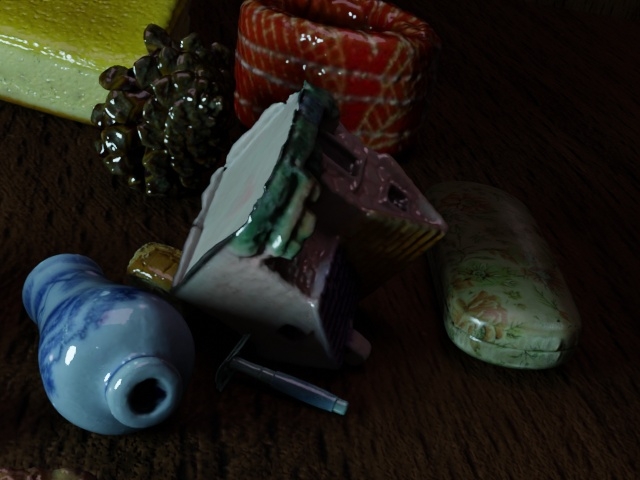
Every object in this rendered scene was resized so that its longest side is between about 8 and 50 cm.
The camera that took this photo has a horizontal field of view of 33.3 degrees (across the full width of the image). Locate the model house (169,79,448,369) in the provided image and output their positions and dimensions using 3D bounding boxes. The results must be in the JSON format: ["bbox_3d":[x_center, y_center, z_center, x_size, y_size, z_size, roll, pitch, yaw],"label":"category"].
[{"bbox_3d":[0.000,0.000,1.177,0.237,0.202,0.237,36,37,-18],"label":"model house"}]

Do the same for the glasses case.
[{"bbox_3d":[0.221,0.031,1.377,0.156,0.098,0.425,7,25,-4],"label":"glasses case"}]

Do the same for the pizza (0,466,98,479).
[{"bbox_3d":[-0.246,0.249,0.718,0.161,0.085,0.305,41,33,9],"label":"pizza"}]

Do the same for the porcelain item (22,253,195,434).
[{"bbox_3d":[-0.208,0.094,1.023,0.141,0.141,0.259,-3,19,-29],"label":"porcelain item"}]

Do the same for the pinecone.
[{"bbox_3d":[-0.218,-0.172,1.487,0.202,0.229,0.201,21,-18,-20],"label":"pinecone"}]

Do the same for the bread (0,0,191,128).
[{"bbox_3d":[-0.393,-0.342,1.761,0.333,0.143,0.323,16,43,-1],"label":"bread"}]

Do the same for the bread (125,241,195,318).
[{"bbox_3d":[-0.172,0.049,1.190,0.070,0.076,0.083,13,23,11],"label":"bread"}]

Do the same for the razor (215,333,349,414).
[{"bbox_3d":[-0.034,0.146,1.097,0.135,0.040,0.068,21,26,8],"label":"razor"}]

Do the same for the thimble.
[{"bbox_3d":[0.025,-0.289,1.827,0.350,0.230,0.350,9,26,-4],"label":"thimble"}]
